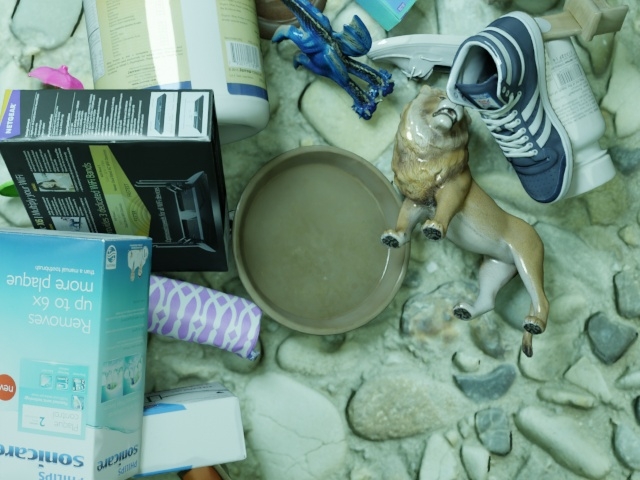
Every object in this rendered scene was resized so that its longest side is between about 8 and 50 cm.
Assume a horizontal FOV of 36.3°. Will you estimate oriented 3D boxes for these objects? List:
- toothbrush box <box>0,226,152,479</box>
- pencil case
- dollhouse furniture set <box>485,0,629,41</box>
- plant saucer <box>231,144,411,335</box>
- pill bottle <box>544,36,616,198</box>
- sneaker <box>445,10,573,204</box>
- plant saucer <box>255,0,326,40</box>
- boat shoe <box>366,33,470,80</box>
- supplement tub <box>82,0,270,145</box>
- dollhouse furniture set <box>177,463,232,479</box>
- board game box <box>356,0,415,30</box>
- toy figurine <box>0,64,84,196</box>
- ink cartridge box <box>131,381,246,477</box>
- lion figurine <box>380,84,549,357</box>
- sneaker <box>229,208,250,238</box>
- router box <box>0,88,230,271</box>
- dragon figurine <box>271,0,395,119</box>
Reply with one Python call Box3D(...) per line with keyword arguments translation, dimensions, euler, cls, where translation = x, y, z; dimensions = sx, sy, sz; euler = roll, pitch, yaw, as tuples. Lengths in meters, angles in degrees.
Box3D(translation=(-0.329, 0.136, 1.165), dimensions=(0.216, 0.126, 0.295), euler=(5, 93, 17), cls="toothbrush box")
Box3D(translation=(-0.182, 0.107, 1.382), dimensions=(0.206, 0.088, 0.086), euler=(19, 49, -13), cls="pencil case")
Box3D(translation=(0.328, -0.504, 1.357), dimensions=(0.174, 0.355, 0.303), euler=(-12, 54, -14), cls="dollhouse furniture set")
Box3D(translation=(0.000, 0.000, 1.427), dimensions=(0.278, 0.041, 0.278), euler=(2, 84, -21), cls="plant saucer")
Box3D(translation=(0.357, -0.185, 1.483), dimensions=(0.131, 0.131, 0.229), euler=(-26, 95, -12), cls="pill bottle")
Box3D(translation=(0.265, -0.168, 1.369), dimensions=(0.153, 0.099, 0.282), euler=(-30, 109, -46), cls="sneaker")
Box3D(translation=(-0.067, -0.380, 1.435), dimensions=(0.168, 0.029, 0.168), euler=(0, 90, -14), cls="plant saucer")
Box3D(translation=(0.155, -0.274, 1.475), dimensions=(0.184, 0.066, 0.063), euler=(-4, 90, -23), cls="boat shoe")
Box3D(translation=(-0.196, -0.290, 1.296), dimensions=(0.228, 0.228, 0.316), euler=(-7, 86, -13), cls="supplement tub")
Box3D(translation=(-0.182, 0.465, 1.350), dimensions=(0.262, 0.135, 0.259), euler=(-38, 98, -11), cls="dollhouse furniture set")
Box3D(translation=(0.076, -0.440, 1.446), dimensions=(0.210, 0.047, 0.160), euler=(42, 70, -10), cls="board game box")
Box3D(translation=(-0.373, -0.158, 1.337), dimensions=(0.173, 0.130, 0.159), euler=(-16, 79, 11), cls="toy figurine")
Box3D(translation=(-0.190, 0.250, 1.315), dimensions=(0.148, 0.203, 0.086), euler=(-8, 90, -14), cls="ink cartridge box")
Box3D(translation=(0.231, -0.029, 1.458), dimensions=(0.392, 0.142, 0.240), euler=(49, 47, -23), cls="lion figurine")
Box3D(translation=(-0.146, -0.014, 1.408), dimensions=(0.109, 0.044, 0.040), euler=(-27, 94, -14), cls="sneaker")
Box3D(translation=(-0.244, -0.065, 1.231), dimensions=(0.243, 0.309, 0.081), euler=(0, 59, -2), cls="router box")
Box3D(translation=(0.016, -0.273, 1.368), dimensions=(0.144, 0.289, 0.085), euler=(29, 79, 26), cls="dragon figurine")
